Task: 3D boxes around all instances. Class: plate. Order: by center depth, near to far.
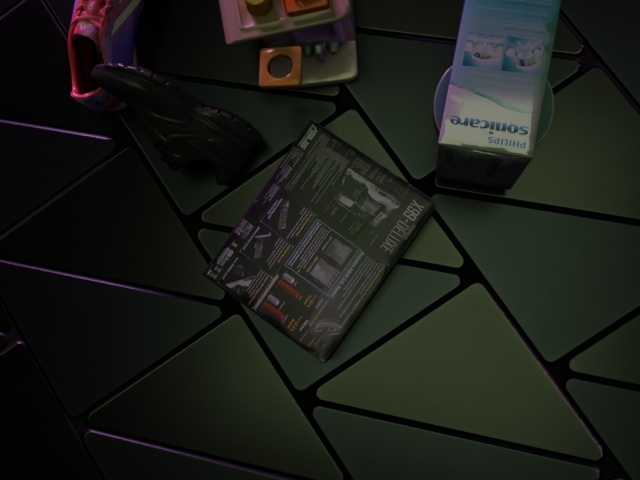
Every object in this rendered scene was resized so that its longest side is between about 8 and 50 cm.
[{"bbox_3d":[0.276,-0.214,1.016,0.188,0.024,0.188,-1,83,8],"label":"plate"}]

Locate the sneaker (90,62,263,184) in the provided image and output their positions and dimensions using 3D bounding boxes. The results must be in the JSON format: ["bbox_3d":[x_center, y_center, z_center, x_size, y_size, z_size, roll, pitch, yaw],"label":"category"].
[{"bbox_3d":[-0.241,-0.187,1.020,0.286,0.109,0.130,28,98,-10],"label":"sneaker"}]

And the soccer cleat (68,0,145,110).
[{"bbox_3d":[-0.360,-0.375,1.042,0.109,0.116,0.318,8,102,11],"label":"soccer cleat"}]

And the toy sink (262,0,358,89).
[{"bbox_3d":[-0.026,-0.383,1.023,0.153,0.131,0.234,-4,84,9],"label":"toy sink"}]

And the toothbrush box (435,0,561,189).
[{"bbox_3d":[0.251,-0.240,0.901,0.126,0.216,0.295,10,87,10],"label":"toothbrush box"}]

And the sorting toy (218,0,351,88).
[{"bbox_3d":[-0.065,-0.395,0.940,0.196,0.047,0.347,-12,78,7],"label":"sorting toy"}]

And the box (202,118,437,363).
[{"bbox_3d":[0.000,0.000,1.008,0.242,0.076,0.307,34,90,10],"label":"box"}]
